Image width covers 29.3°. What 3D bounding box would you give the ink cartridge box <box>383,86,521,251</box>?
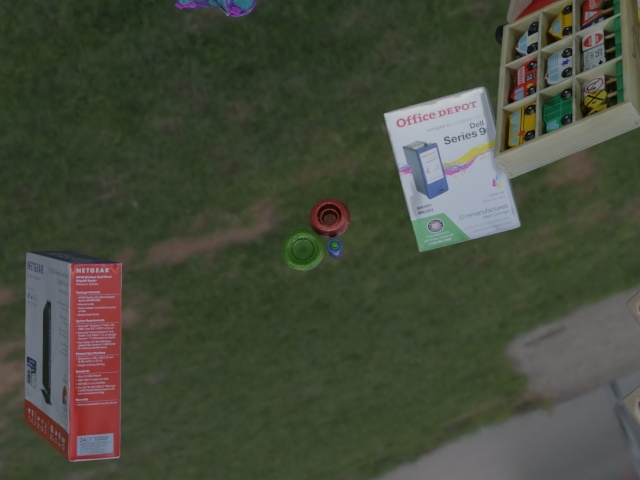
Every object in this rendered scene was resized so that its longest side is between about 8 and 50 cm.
[{"bbox_3d":[0.194,-0.104,1.789,0.154,0.212,0.093,-14,180,10],"label":"ink cartridge box"}]

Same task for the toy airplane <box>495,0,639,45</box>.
[{"bbox_3d":[0.515,-0.375,2.041,0.384,0.272,0.386,-49,142,10],"label":"toy airplane"}]

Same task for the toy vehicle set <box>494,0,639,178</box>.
[{"bbox_3d":[0.287,-0.196,1.419,0.166,0.267,0.035,-23,125,29],"label":"toy vehicle set"}]

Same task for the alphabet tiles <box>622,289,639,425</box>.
[{"bbox_3d":[0.365,0.096,0.852,0.011,0.285,0.342,-13,152,-40],"label":"alphabet tiles"}]

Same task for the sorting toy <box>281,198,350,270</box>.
[{"bbox_3d":[0.000,0.000,1.446,0.102,0.061,0.042,-51,165,-13],"label":"sorting toy"}]

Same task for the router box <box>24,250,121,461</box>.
[{"bbox_3d":[-0.405,0.174,1.982,0.082,0.301,0.335,0,-178,-25],"label":"router box"}]

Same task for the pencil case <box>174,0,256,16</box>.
[{"bbox_3d":[-0.172,-0.400,1.977,0.064,0.151,0.070,31,82,-42],"label":"pencil case"}]
